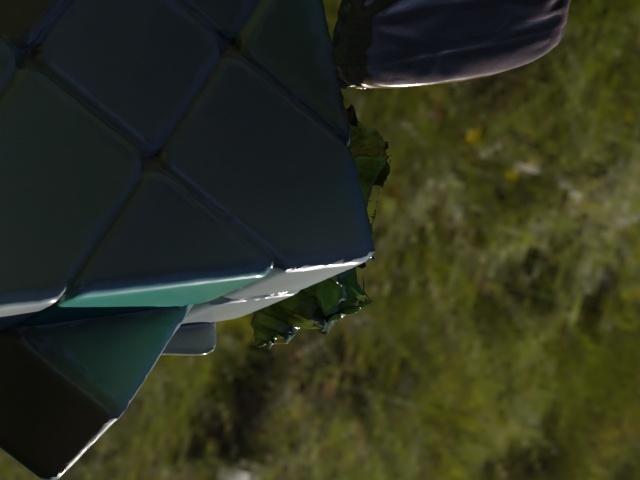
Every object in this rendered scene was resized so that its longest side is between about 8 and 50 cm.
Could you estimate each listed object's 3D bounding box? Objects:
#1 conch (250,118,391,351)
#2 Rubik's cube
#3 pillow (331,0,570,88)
[{"bbox_3d":[0.000,0.000,0.930,0.089,0.074,0.121,28,-89,44],"label":"conch"},{"bbox_3d":[-0.109,-0.035,0.799,0.213,0.224,0.265,-25,-107,57],"label":"Rubik's cube"},{"bbox_3d":[0.072,-0.155,0.867,0.034,0.135,0.211,53,-37,39],"label":"pillow"}]
